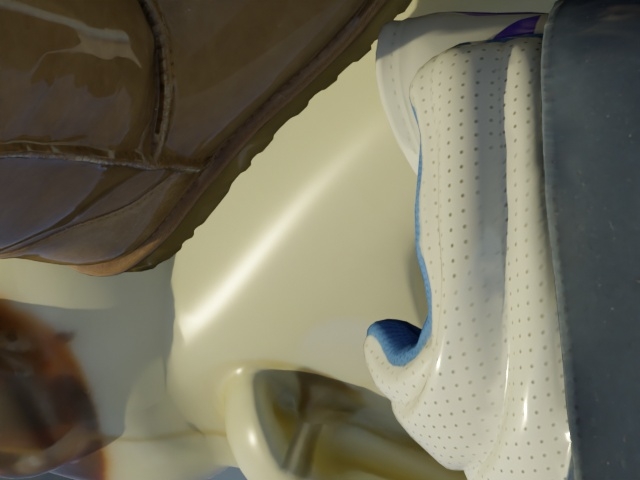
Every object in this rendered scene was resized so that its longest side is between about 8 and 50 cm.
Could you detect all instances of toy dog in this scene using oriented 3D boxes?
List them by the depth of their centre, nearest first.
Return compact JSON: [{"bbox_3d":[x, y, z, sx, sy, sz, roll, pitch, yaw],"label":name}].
[{"bbox_3d":[0.000,0.000,0.764,0.408,0.284,0.395,-18,137,24],"label":"toy dog"}]

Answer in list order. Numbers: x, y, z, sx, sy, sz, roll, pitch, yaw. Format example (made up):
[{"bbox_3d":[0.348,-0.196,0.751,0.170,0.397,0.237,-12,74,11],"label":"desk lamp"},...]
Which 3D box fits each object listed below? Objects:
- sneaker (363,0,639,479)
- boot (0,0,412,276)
[{"bbox_3d":[0.132,-0.061,0.452,0.236,0.323,0.130,21,-176,19],"label":"sneaker"},{"bbox_3d":[-0.080,-0.071,0.453,0.236,0.089,0.269,-58,158,16],"label":"boot"}]
